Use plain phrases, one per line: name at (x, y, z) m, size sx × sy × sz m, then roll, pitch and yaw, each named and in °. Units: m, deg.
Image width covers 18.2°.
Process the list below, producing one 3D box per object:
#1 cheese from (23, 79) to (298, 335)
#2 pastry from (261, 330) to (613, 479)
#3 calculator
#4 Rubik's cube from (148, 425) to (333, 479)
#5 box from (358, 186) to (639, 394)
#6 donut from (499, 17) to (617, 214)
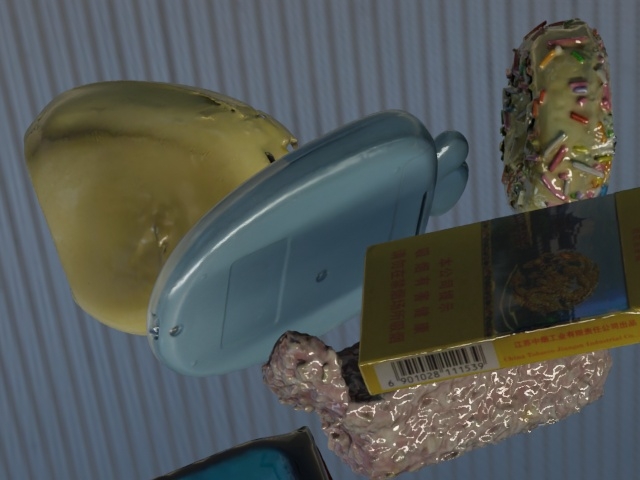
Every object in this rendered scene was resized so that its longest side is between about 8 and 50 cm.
cheese at (-0.137, -0.033, 1.915) m, size 0.316 × 0.128 × 0.259 m, roll -6°, pitch 112°, yaw 35°
pastry at (0.082, 0.091, 1.310) m, size 0.265 × 0.103 × 0.112 m, roll -9°, pitch 101°, yaw -30°
calculator at (0.000, 0.000, 1.431) m, size 0.303 × 0.042 × 0.188 m, roll -26°, pitch 142°, yaw -31°
Rubik's cube at (-0.035, 0.155, 0.358) m, size 0.154 × 0.151 × 0.155 m, roll -21°, pitch 141°, yaw 2°
box at (0.094, 0.018, 0.844) m, size 0.155 × 0.087 × 0.023 m, roll -12°, pitch 121°, yaw 12°
donut at (0.180, -0.088, 1.552) m, size 0.068 × 0.174 × 0.174 m, roll 1°, pitch 127°, yaw -5°
